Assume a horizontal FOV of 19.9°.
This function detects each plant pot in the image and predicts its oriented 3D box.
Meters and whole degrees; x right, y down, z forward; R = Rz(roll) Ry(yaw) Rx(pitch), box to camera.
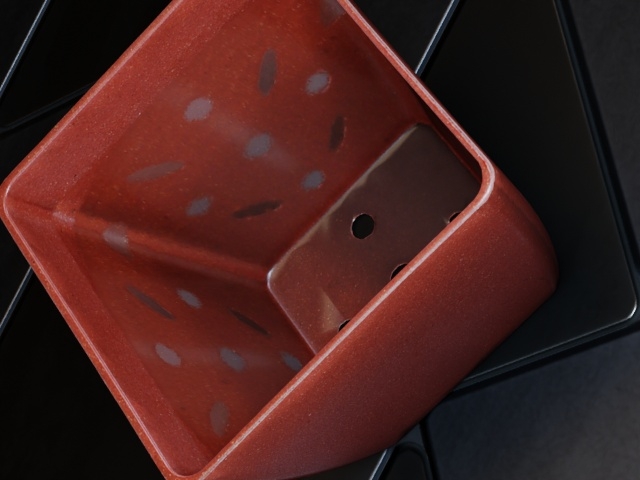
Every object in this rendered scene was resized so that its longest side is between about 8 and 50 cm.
[{"bbox_3d":[0.000,0.000,1.194,0.267,0.236,0.267,-45,57,12],"label":"plant pot"}]
